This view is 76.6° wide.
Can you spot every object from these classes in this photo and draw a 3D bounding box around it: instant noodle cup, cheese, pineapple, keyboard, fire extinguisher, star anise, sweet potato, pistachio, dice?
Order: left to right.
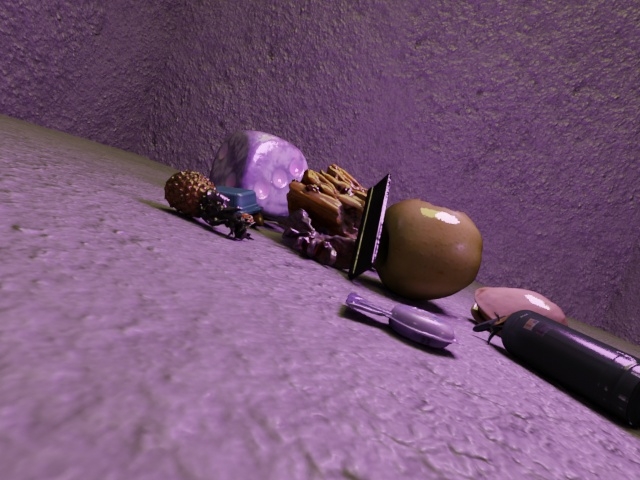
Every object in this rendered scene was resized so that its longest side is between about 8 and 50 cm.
[{"bbox_3d":[-0.263,-0.076,0.966,0.251,0.125,0.125,34,10,23],"label":"pineapple"},{"bbox_3d":[-0.280,-0.124,1.244,0.178,0.070,0.157,10,13,14],"label":"instant noodle cup"},{"bbox_3d":[-0.218,-0.072,1.344,0.053,0.053,0.182,-19,8,-7],"label":"sweet potato"},{"bbox_3d":[-0.228,-0.227,1.481,0.270,0.272,0.270,19,-8,-41],"label":"dice"},{"bbox_3d":[-0.003,-0.002,1.109,0.198,0.111,0.257,17,12,-35],"label":"star anise"},{"bbox_3d":[0.127,-0.042,1.025,0.018,0.310,0.101,32,-40,-18],"label":"keyboard"},{"bbox_3d":[0.130,0.124,0.632,0.190,0.042,0.105,19,3,6],"label":"cheese"},{"bbox_3d":[0.481,0.181,0.986,0.223,0.127,0.152,23,41,38],"label":"pistachio"},{"bbox_3d":[0.410,0.197,0.712,0.096,0.114,0.311,60,-9,-21],"label":"fire extinguisher"}]

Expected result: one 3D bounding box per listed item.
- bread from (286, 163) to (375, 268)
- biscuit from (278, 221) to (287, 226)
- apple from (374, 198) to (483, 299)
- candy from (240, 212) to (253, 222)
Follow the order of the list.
[{"bbox_3d":[0.085,-0.079,1.277,0.369,0.192,0.314,27,-20,6],"label":"bread"},{"bbox_3d":[-0.085,-0.130,1.652,0.308,0.040,0.204,-23,-27,35],"label":"biscuit"},{"bbox_3d":[0.262,0.026,1.012,0.278,0.280,0.279,20,5,-2],"label":"apple"},{"bbox_3d":[-0.226,-0.054,1.164,0.055,0.049,0.184,-26,11,-12],"label":"candy"}]
